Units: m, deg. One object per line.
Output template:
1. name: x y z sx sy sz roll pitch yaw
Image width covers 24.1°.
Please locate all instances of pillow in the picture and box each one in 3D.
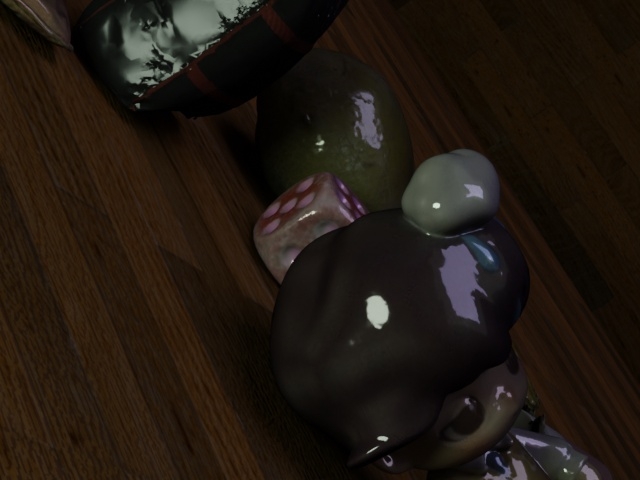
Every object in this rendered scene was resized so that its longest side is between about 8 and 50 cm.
1. pillow: -0.249 -0.235 1.213 0.135 0.034 0.211 42 16 -31

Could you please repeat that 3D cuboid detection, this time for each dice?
1. dice: 0.000 0.000 1.352 0.093 0.091 0.094 49 14 -20

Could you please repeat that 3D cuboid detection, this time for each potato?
1. potato: 0.020 -0.083 1.519 0.178 0.160 0.235 -45 118 -39

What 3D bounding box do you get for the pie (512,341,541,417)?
1. pie: 0.153 0.095 1.704 0.306 0.071 0.306 52 14 -19

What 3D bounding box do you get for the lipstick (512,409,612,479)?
1. lipstick: 0.251 0.246 1.655 0.254 0.070 0.070 35 22 -55

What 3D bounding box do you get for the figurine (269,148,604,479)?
1. figurine: 0.108 0.138 1.140 0.365 0.218 0.206 55 -24 -4

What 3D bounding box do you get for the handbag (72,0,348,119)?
1. handbag: -0.087 -0.199 1.300 0.155 0.215 0.169 56 9 9

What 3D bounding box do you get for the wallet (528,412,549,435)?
1. wallet: 0.247 0.330 1.372 0.309 0.077 0.223 62 7 -6
